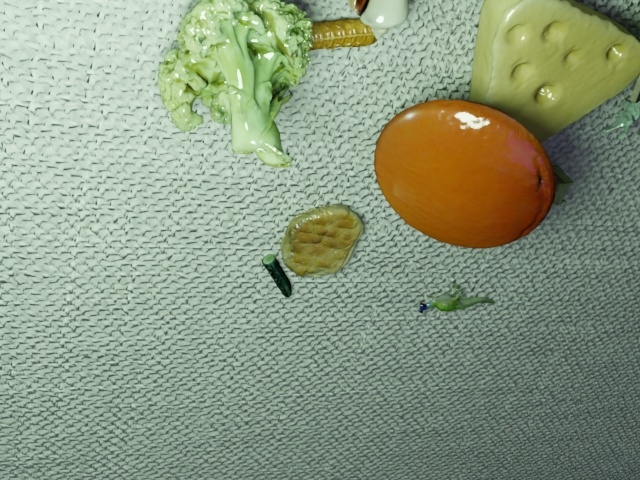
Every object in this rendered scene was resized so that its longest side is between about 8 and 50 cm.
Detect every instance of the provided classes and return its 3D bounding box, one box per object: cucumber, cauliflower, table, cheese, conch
[{"bbox_3d":[-0.089,0.082,2.033,0.032,0.032,0.133,-27,133,1],"label":"cucumber"},{"bbox_3d":[-0.150,-0.273,1.537,0.260,0.281,0.327,7,152,13],"label":"cauliflower"},{"bbox_3d":[0.504,-0.122,2.066,0.083,0.079,0.062,-5,130,-21],"label":"table"},{"bbox_3d":[0.421,-0.359,1.804,0.384,0.104,0.384,-12,134,-13],"label":"cheese"},{"bbox_3d":[0.106,-0.440,1.612,0.104,0.094,0.176,16,127,15],"label":"conch"}]

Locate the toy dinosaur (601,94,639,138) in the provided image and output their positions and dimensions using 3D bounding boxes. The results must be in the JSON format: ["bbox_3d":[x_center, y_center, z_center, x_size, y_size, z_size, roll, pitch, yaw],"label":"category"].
[{"bbox_3d":[0.697,-0.290,1.989,0.209,0.082,0.039,-29,130,30],"label":"toy dinosaur"}]

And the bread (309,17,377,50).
[{"bbox_3d":[0.032,-0.372,1.672,0.157,0.044,0.052,-10,135,-14],"label":"bread"}]

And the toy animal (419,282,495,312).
[{"bbox_3d":[0.343,0.138,2.259,0.217,0.041,0.075,-6,133,-23],"label":"toy animal"}]

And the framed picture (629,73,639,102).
[{"bbox_3d":[0.725,-0.441,1.840,0.232,0.024,0.315,-30,144,-39],"label":"framed picture"}]

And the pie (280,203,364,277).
[{"bbox_3d":[0.000,0.000,1.989,0.195,0.046,0.195,-13,134,-14],"label":"pie"}]

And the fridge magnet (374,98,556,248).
[{"bbox_3d":[0.281,-0.133,1.817,0.363,0.155,0.363,16,140,14],"label":"fridge magnet"}]
